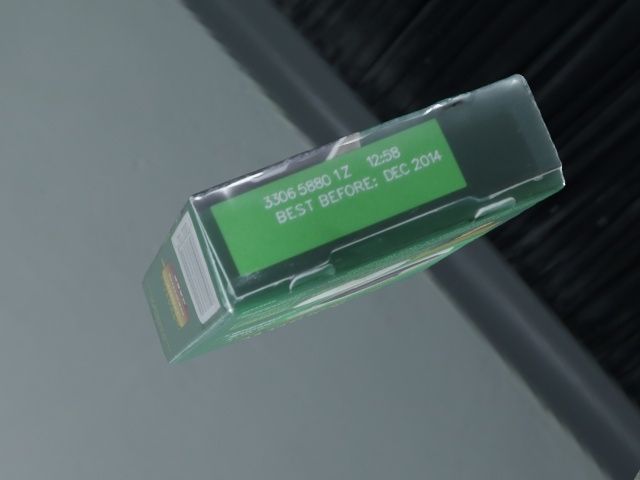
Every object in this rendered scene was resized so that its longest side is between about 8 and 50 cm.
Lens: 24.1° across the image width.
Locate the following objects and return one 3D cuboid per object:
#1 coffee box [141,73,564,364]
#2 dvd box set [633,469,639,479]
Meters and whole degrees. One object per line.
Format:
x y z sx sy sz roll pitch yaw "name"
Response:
0.000 0.000 0.518 0.113 0.184 0.040 -21 85 -12 "coffee box"
0.081 0.020 0.193 0.062 0.420 0.307 30 5 14 "dvd box set"
